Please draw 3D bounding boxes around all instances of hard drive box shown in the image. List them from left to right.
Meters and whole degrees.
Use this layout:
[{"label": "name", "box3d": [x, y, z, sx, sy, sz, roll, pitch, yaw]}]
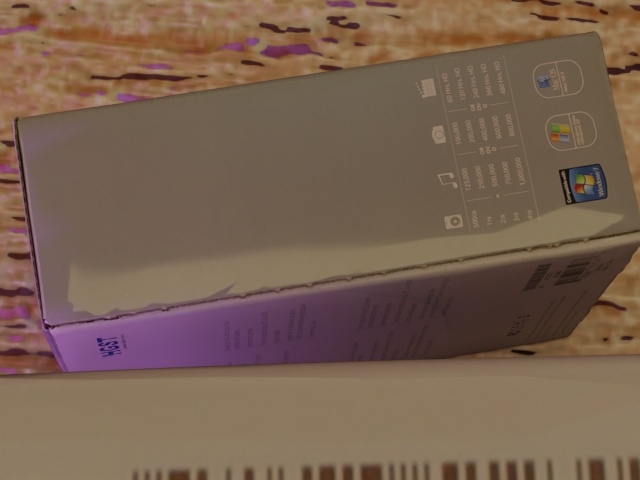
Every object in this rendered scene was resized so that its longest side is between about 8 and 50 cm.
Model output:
[{"label": "hard drive box", "box3d": [0.000, 0.000, 0.798, 0.232, 0.181, 0.089, -9, 75, -5]}]

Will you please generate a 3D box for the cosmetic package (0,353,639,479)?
[{"label": "cosmetic package", "box3d": [0.033, 0.234, 0.611, 0.330, 0.393, 0.327, -3, 74, 2]}]
